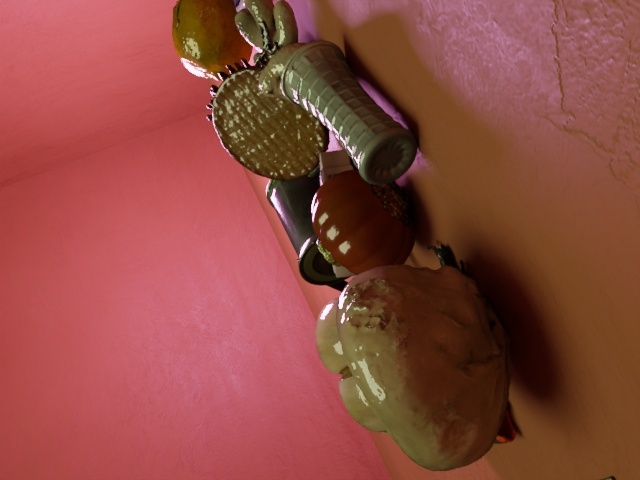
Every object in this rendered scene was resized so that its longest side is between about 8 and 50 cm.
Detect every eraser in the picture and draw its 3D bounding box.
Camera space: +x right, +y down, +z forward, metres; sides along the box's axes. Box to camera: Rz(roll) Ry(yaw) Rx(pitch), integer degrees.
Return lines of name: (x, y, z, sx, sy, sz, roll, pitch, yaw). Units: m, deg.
eraser: (0.049, -0.065, 1.485, 0.124, 0.081, 0.279, 84, 178, -55)

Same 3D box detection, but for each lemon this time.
lemon: (-0.330, -0.637, 1.980, 0.253, 0.253, 0.310, 120, 133, -78)

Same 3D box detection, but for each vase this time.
vase: (0.051, -0.227, 1.170, 0.299, 0.143, 0.143, 56, 166, 39)

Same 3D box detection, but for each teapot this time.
teapot: (-0.012, -0.084, 1.748, 0.337, 0.200, 0.270, 61, 142, 41)

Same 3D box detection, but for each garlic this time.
garlic: (0.118, 0.256, 1.379, 0.313, 0.249, 0.286, 37, -135, -85)

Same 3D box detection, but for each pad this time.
pad: (0.055, 0.129, 1.914, 0.220, 0.004, 0.330, 25, -177, -17)

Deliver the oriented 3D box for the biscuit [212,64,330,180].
biscuit: (-0.126, -0.291, 1.638, 0.040, 0.318, 0.318, -59, -40, -48)

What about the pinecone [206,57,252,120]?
pinecone: (-0.186, -0.384, 1.772, 0.264, 0.264, 0.264, 157, 90, -81)

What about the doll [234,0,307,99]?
doll: (-0.107, -0.424, 1.440, 0.278, 0.149, 0.175, 54, 176, 13)

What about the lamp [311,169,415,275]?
lamp: (0.084, -0.033, 1.250, 0.223, 0.196, 0.223, 38, -153, -24)

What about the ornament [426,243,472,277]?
ornament: (0.226, 0.040, 1.139, 0.125, 0.028, 0.073, -171, 58, -81)

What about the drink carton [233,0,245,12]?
drink carton: (-0.182, -0.666, 1.523, 0.134, 0.102, 0.222, -139, 27, -73)

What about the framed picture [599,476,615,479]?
framed picture: (0.446, 0.474, 0.974, 0.273, 0.016, 0.216, 86, 158, -63)

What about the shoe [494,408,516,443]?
shoe: (0.305, 0.289, 1.200, 0.077, 0.074, 0.194, -12, 100, 58)

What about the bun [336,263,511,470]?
bun: (0.175, 0.185, 1.014, 0.362, 0.234, 0.326, 27, -140, -64)
